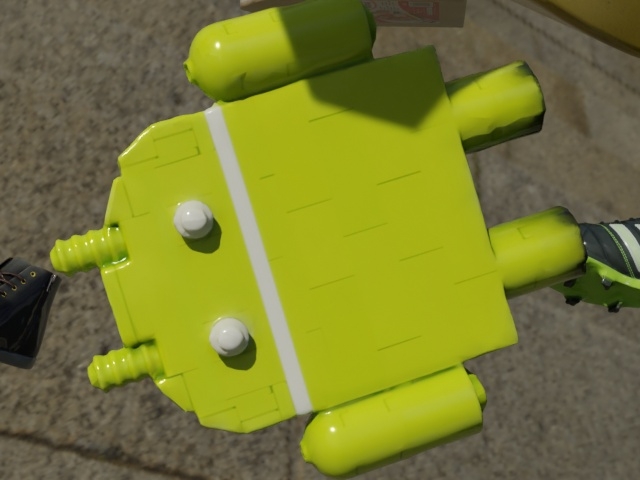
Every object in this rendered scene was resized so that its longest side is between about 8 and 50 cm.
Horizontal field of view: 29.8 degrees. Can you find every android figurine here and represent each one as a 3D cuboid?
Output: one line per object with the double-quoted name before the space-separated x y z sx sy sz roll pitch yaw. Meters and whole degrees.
"android figurine" 0.000 0.000 0.634 0.272 0.056 0.248 -16 94 -11

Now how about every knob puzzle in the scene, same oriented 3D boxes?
"knob puzzle" 0.027 -0.209 1.027 0.213 0.213 0.030 -1 94 -44

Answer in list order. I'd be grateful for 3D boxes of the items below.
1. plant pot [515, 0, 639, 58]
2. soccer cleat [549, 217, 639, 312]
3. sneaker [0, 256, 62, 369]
"plant pot" 0.299 -0.364 1.446 0.187 0.212 0.212 4 24 -38
"soccer cleat" 0.213 0.010 0.796 0.060 0.178 0.072 80 26 -55
"sneaker" -0.379 0.063 1.320 0.222 0.083 0.118 30 79 -63
